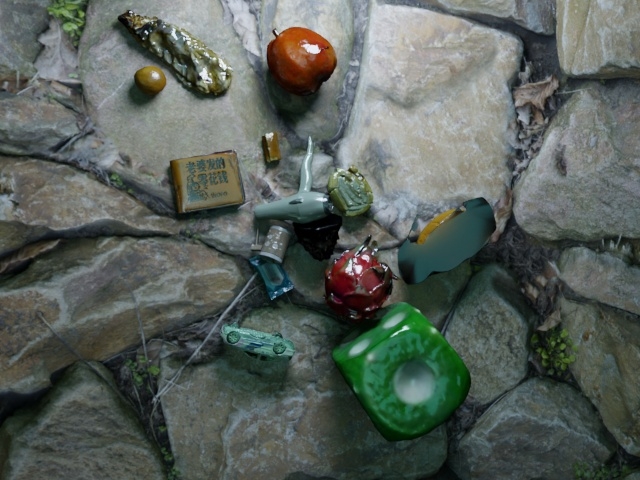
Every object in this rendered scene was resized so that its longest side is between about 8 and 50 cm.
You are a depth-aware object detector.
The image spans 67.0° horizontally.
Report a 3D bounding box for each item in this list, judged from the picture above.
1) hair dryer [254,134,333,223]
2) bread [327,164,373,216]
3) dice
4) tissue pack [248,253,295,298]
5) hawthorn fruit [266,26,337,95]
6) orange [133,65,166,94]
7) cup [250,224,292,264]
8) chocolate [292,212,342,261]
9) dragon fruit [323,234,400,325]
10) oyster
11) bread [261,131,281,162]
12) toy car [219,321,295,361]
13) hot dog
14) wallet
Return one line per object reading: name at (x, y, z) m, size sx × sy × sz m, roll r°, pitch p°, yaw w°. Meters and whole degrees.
hair dryer at (-0.094, -0.153, 1.409) m, size 0.229 × 0.092 × 0.267 m, roll -22°, pitch 61°, yaw 12°
bread at (0.088, -0.147, 1.447) m, size 0.117 × 0.064 × 0.156 m, roll -38°, pitch 101°, yaw -8°
dice at (0.221, 0.368, 1.389) m, size 0.297 × 0.300 × 0.287 m, roll -37°, pitch 96°, yaw -5°
tissue pack at (-0.145, 0.097, 1.438) m, size 0.085 × 0.028 × 0.138 m, roll -28°, pitch 92°, yaw -12°
hawthorn fruit at (-0.060, -0.507, 1.342) m, size 0.185 × 0.185 × 0.202 m, roll -45°, pitch 95°, yaw -5°
orange at (-0.465, -0.439, 1.322) m, size 0.085 × 0.085 × 0.085 m, roll -1°, pitch 94°, yaw -11°
cup at (-0.140, 0.010, 1.413) m, size 0.074 × 0.102 × 0.099 m, roll 37°, pitch 68°, yaw -46°
chocolate at (0.000, 0.000, 1.413) m, size 0.156 × 0.156 × 0.133 m, roll -12°, pitch 111°, yaw -10°
dragon fruit at (0.110, 0.116, 1.406) m, size 0.193 × 0.192 × 0.274 m, roll 8°, pitch 93°, yaw -32°
oyster at (-0.399, -0.522, 1.334) m, size 0.345 × 0.078 × 0.129 m, roll 32°, pitch 96°, yaw -14°
bread at (-0.143, -0.271, 1.410) m, size 0.047 × 0.036 × 0.083 m, roll -12°, pitch 98°, yaw -13°
toy car at (-0.187, 0.303, 1.411) m, size 0.224 × 0.090 × 0.076 m, roll 15°, pitch 97°, yaw -11°
hot dog at (0.372, -0.003, 1.493) m, size 0.326 × 0.107 × 0.194 m, roll -21°, pitch 87°, yaw 1°
wallet at (-0.321, -0.170, 1.380) m, size 0.195 × 0.042 × 0.161 m, roll -10°, pitch 96°, yaw -10°
